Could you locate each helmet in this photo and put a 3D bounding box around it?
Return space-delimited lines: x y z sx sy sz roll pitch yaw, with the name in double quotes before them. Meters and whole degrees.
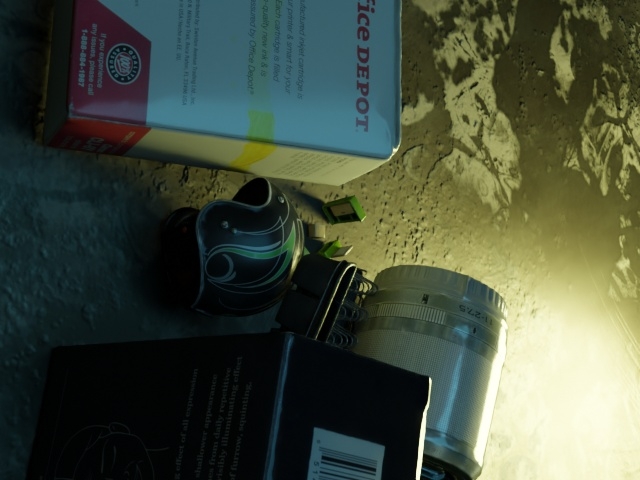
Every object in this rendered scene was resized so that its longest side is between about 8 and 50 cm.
"helmet" -0.099 0.009 1.284 0.162 0.169 0.169 -7 89 -30

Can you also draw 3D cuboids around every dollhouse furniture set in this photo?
"dollhouse furniture set" 0.000 0.000 1.456 0.151 0.059 0.076 -47 116 -39

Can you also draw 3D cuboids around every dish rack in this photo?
"dish rack" 0.006 0.121 1.338 0.208 0.074 0.271 -67 161 2

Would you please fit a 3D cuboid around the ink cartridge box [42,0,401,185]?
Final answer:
"ink cartridge box" -0.111 -0.230 1.224 0.385 0.160 0.279 7 78 -23

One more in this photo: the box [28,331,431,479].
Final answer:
"box" -0.113 0.264 1.063 0.212 0.396 0.293 23 68 -41

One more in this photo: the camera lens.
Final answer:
"camera lens" 0.138 0.199 1.451 0.219 0.219 0.274 35 60 -36
